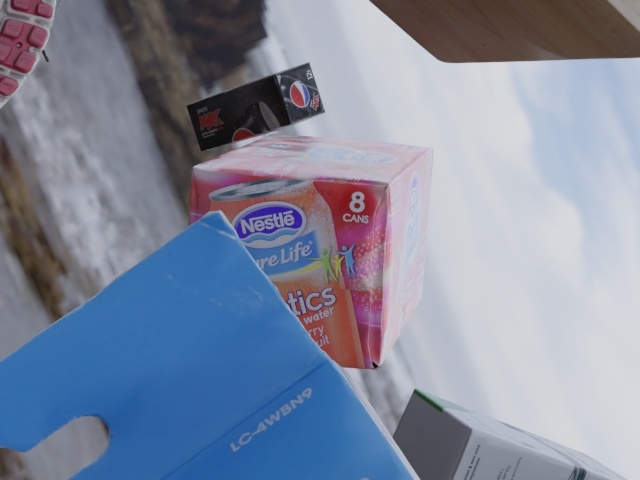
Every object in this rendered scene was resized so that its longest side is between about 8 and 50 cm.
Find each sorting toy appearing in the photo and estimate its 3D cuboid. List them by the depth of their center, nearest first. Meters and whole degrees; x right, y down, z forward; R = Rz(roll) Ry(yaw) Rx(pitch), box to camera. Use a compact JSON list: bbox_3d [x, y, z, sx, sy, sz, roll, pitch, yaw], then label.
[{"bbox_3d":[0.108,-0.243,1.221,0.257,0.089,0.255,37,-17,-32],"label":"sorting toy"}]

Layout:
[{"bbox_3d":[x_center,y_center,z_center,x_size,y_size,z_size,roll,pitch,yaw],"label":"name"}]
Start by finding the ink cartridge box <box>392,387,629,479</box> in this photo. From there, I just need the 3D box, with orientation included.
[{"bbox_3d":[0.186,0.228,1.546,0.208,0.087,0.153,22,2,-21],"label":"ink cartridge box"}]

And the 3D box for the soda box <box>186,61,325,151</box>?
[{"bbox_3d":[-0.072,-0.144,1.780,0.169,0.053,0.060,-13,-83,50],"label":"soda box"}]

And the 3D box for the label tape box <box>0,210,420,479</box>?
[{"bbox_3d":[-0.033,0.203,0.556,0.348,0.249,0.115,55,-1,-9],"label":"label tape box"}]

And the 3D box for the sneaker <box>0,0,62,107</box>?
[{"bbox_3d":[-0.221,-0.180,1.138,0.121,0.299,0.112,32,-18,-2],"label":"sneaker"}]

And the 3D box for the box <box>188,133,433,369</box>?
[{"bbox_3d":[0.000,0.000,1.306,0.300,0.154,0.142,-38,133,-76],"label":"box"}]
